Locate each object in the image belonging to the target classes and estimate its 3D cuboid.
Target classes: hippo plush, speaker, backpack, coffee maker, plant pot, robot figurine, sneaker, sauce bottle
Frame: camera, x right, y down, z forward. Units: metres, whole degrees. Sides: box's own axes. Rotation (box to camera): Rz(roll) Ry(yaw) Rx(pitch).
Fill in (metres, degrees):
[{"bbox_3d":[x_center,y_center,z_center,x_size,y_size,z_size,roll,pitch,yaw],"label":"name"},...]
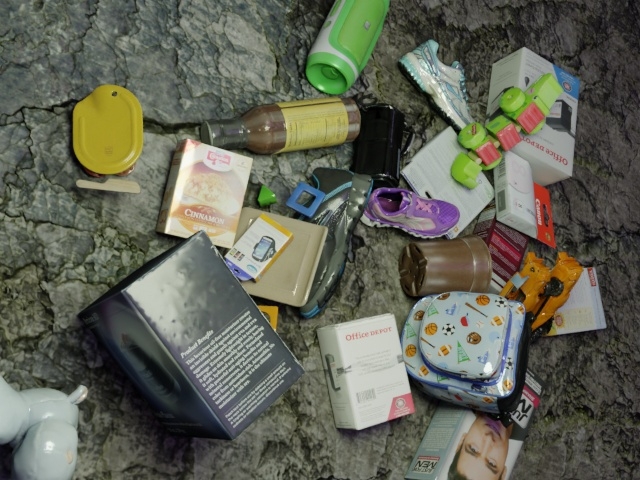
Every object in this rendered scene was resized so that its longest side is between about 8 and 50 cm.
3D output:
[{"bbox_3d":[-0.510,0.304,1.133,0.236,0.234,0.294,32,19,-41],"label":"hippo plush"},{"bbox_3d":[0.067,-0.488,1.700,0.131,0.131,0.297,33,63,-21],"label":"speaker"},{"bbox_3d":[0.307,0.234,1.579,0.213,0.263,0.277,56,44,-44],"label":"backpack"},{"bbox_3d":[0.124,-0.213,1.660,0.171,0.120,0.178,21,68,-40],"label":"coffee maker"},{"bbox_3d":[0.281,0.067,1.684,0.165,0.167,0.167,0,78,-23],"label":"plant pot"},{"bbox_3d":[0.497,0.157,1.745,0.211,0.291,0.085,1,42,-28],"label":"robot figurine"},{"bbox_3d":[0.327,-0.379,1.815,0.122,0.110,0.283,-42,106,7],"label":"sneaker"},{"bbox_3d":[0.000,0.000,1.563,0.139,0.125,0.341,19,71,5],"label":"sneaker"},{"bbox_3d":[0.206,-0.071,1.648,0.236,0.104,0.095,8,67,-5],"label":"sneaker"},{"bbox_3d":[-0.084,-0.242,1.551,0.344,0.111,0.111,-10,84,-26],"label":"sauce bottle"}]

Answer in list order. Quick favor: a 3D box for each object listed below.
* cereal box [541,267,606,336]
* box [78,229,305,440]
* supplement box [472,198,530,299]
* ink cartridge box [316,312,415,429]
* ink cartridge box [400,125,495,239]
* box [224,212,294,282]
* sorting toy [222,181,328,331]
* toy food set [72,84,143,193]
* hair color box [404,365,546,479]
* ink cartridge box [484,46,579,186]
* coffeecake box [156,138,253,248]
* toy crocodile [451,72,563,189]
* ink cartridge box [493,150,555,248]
[{"bbox_3d":[0.664,0.164,1.956,0.240,0.047,0.173,-1,79,-32],"label":"cereal box"},{"bbox_3d":[-0.233,0.174,1.248,0.182,0.296,0.294,-39,99,-32],"label":"box"},{"bbox_3d":[0.446,0.022,1.840,0.130,0.073,0.239,37,62,-20],"label":"supplement box"},{"bbox_3d":[0.095,0.276,1.548,0.158,0.092,0.218,-7,84,-32],"label":"ink cartridge box"},{"bbox_3d":[0.313,-0.139,1.813,0.224,0.045,0.223,-41,100,-31],"label":"ink cartridge box"},{"bbox_3d":[-0.126,0.020,1.443,0.081,0.028,0.136,35,75,18],"label":"box"},{"bbox_3d":[-0.098,0.037,1.473,0.196,0.047,0.348,13,67,10],"label":"sorting toy"},{"bbox_3d":[-0.399,-0.182,1.376,0.128,0.071,0.218,-1,76,-8],"label":"toy food set"},{"bbox_3d":[0.363,0.431,1.663,0.185,0.113,0.374,42,61,-17],"label":"hair color box"},{"bbox_3d":[0.574,-0.329,1.972,0.223,0.129,0.307,21,68,-26],"label":"ink cartridge box"},{"bbox_3d":[-0.227,-0.090,1.425,0.142,0.068,0.186,14,86,-28],"label":"coffeecake box"},{"bbox_3d":[0.453,-0.267,1.769,0.340,0.105,0.115,-42,121,6],"label":"toy crocodile"},{"bbox_3d":[0.541,-0.105,1.865,0.232,0.066,0.189,20,58,-27],"label":"ink cartridge box"}]
